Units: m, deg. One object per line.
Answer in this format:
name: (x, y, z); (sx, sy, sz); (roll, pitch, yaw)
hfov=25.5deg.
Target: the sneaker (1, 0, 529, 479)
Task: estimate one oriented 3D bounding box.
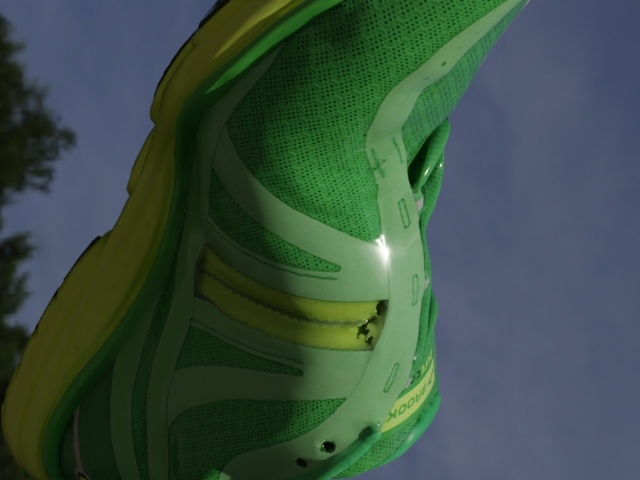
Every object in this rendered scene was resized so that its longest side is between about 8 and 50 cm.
sneaker: (0.000, 0.000, 0.439); (0.123, 0.109, 0.295); (37, -48, 3)
